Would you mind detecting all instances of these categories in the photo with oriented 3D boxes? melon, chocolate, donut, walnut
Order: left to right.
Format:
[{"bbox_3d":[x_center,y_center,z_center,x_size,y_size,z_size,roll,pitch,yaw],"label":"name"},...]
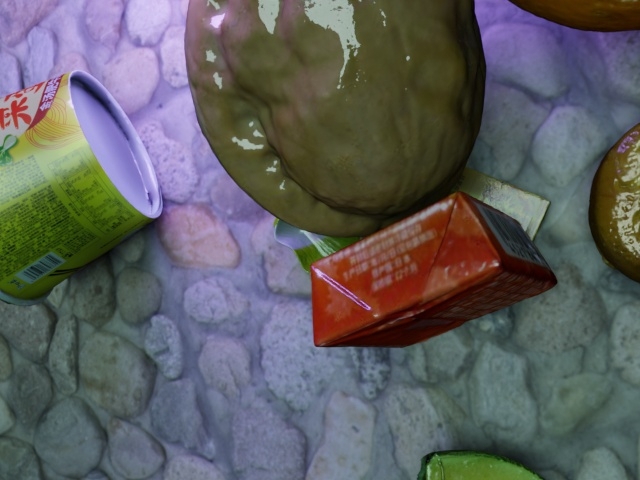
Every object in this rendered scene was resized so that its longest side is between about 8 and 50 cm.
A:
[{"bbox_3d":[0.031,-0.207,0.896,0.383,0.383,0.384,-1,88,19],"label":"walnut"},{"bbox_3d":[0.130,0.046,0.903,0.234,0.237,0.108,-28,71,26],"label":"chocolate"},{"bbox_3d":[0.216,0.377,0.937,0.169,0.129,0.265,-8,81,-4],"label":"melon"},{"bbox_3d":[0.423,-0.043,0.879,0.226,0.114,0.227,-1,86,20],"label":"donut"}]

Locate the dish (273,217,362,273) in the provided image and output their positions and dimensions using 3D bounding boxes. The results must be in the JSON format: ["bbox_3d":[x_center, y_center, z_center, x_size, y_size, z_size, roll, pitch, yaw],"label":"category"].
[{"bbox_3d":[0.000,0.000,1.063,0.137,0.039,0.091,29,102,19],"label":"dish"}]

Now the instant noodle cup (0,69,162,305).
[{"bbox_3d":[-0.378,-0.088,1.082,0.221,0.311,0.311,-25,80,6],"label":"instant noodle cup"}]

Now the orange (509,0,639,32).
[{"bbox_3d":[0.316,-0.407,0.799,0.424,0.424,0.326,42,144,16],"label":"orange"}]

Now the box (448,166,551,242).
[{"bbox_3d":[0.210,-0.042,0.999,0.156,0.022,0.089,23,97,18],"label":"box"}]
